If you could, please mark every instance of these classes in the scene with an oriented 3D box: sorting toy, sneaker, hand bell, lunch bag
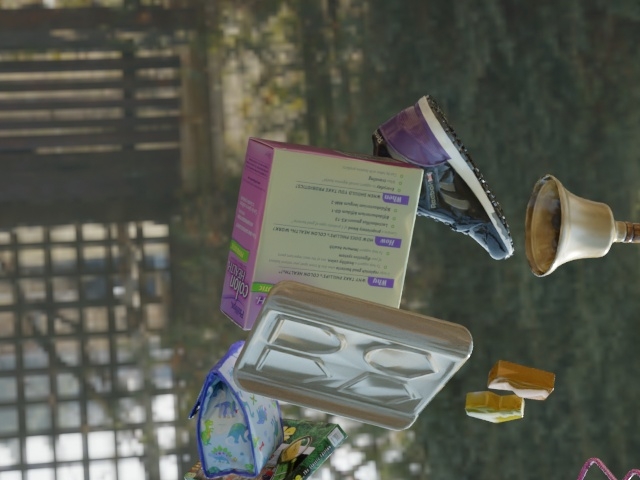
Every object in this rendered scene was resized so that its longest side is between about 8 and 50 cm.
[{"bbox_3d":[0.075,0.130,1.557,0.307,0.041,0.229,15,149,-6],"label":"sorting toy"},{"bbox_3d":[0.174,-0.072,2.158,0.124,0.283,0.107,-30,-156,11],"label":"sneaker"},{"bbox_3d":[0.389,-0.011,1.848,0.242,0.126,0.126,3,175,-12],"label":"hand bell"},{"bbox_3d":[-0.112,0.221,1.959,0.096,0.151,0.129,-3,-166,15],"label":"lunch bag"}]

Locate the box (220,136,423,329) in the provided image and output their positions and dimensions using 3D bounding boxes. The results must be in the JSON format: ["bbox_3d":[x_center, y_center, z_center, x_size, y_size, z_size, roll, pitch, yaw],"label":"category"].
[{"bbox_3d":[0.000,0.000,1.984,0.214,0.243,0.117,6,-172,-21],"label":"box"}]

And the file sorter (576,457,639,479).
[{"bbox_3d":[0.497,0.445,2.090,0.291,0.182,0.202,17,-165,-16],"label":"file sorter"}]

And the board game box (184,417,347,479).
[{"bbox_3d":[-0.080,0.301,2.063,0.136,0.030,0.260,-42,-162,-27],"label":"board game box"}]
